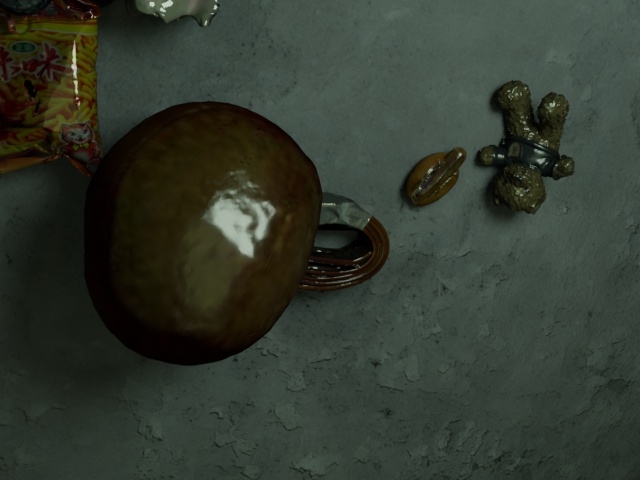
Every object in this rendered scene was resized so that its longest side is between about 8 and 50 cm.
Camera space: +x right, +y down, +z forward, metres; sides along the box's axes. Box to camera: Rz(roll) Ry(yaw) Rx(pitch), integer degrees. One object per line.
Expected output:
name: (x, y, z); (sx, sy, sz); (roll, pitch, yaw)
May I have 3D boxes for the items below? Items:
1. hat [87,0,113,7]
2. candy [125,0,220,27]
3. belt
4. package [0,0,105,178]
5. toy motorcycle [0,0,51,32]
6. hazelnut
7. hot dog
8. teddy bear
hat: (-0.355, -0.426, 0.977); (0.050, 0.121, 0.121); (24, 107, 18)
candy: (-0.222, -0.428, 0.946); (0.137, 0.185, 0.195); (-2, 111, -19)
belt: (0.000, 0.000, 1.211); (0.261, 0.105, 0.184); (9, 106, -17)
package: (-0.456, -0.238, 1.000); (0.223, 0.108, 0.288); (0, 101, -9)
toy motorcycle: (-0.518, -0.417, 0.895); (0.171, 0.089, 0.298); (-43, 92, -9)
hazelnut: (-0.198, -0.013, 0.992); (0.352, 0.421, 0.421); (3, 111, -41)
hot dog: (0.231, -0.126, 1.249); (0.140, 0.060, 0.090); (-39, 120, -2)
teddy bear: (0.417, -0.180, 1.247); (0.129, 0.182, 0.251); (-13, 118, -50)
